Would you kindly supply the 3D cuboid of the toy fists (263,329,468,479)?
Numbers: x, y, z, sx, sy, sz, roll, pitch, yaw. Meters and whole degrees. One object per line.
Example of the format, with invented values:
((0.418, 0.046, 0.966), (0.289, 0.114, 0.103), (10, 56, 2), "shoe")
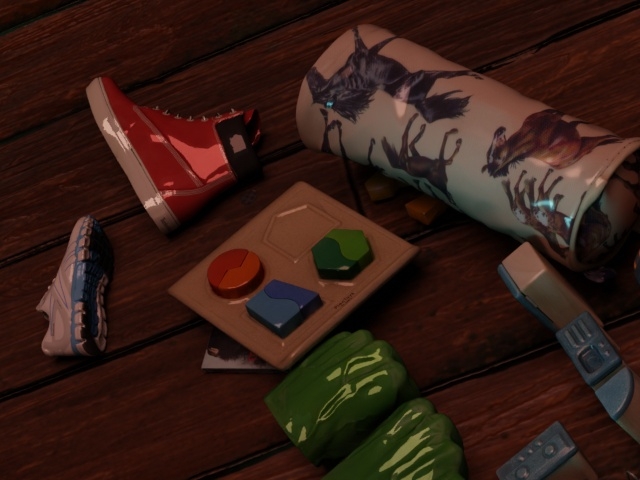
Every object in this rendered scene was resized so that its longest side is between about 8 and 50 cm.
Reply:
((0.058, 0.199, 1.856), (0.142, 0.096, 0.279), (-41, 40, 2), "toy fists")

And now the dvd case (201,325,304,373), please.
((-0.069, 0.109, 2.037), (0.119, 0.013, 0.087), (0, 56, 23), "dvd case")

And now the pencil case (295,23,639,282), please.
((0.164, -0.103, 1.962), (0.410, 0.183, 0.160), (27, 81, 32), "pencil case")

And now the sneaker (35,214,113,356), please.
((-0.296, 0.054, 2.144), (0.083, 0.071, 0.191), (-13, 51, 22), "sneaker")

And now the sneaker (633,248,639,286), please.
((0.421, -0.065, 1.891), (0.321, 0.125, 0.180), (-32, 45, -15), "sneaker")

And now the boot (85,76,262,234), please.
((-0.172, -0.140, 2.220), (0.176, 0.088, 0.244), (-33, 58, -2), "boot")

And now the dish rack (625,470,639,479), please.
((0.359, 0.262, 1.696), (0.271, 0.074, 0.208), (-44, 51, -10), "dish rack")

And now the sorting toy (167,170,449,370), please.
((0.000, 0.000, 2.034), (0.307, 0.041, 0.229), (-41, 43, -21), "sorting toy")

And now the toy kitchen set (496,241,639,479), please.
((0.214, 0.139, 1.813), (0.166, 0.122, 0.207), (-41, 39, 10), "toy kitchen set")
